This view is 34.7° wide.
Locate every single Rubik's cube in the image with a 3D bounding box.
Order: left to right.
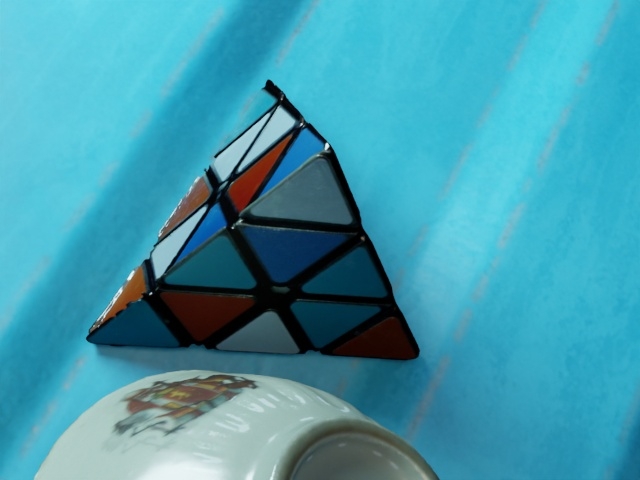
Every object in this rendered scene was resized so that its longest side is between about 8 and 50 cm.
[{"bbox_3d":[0.000,0.000,0.761,0.250,0.234,0.284,37,66,0],"label":"Rubik's cube"}]

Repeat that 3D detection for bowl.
[{"bbox_3d":[-0.012,0.208,0.657,0.337,0.157,0.337,23,47,-27],"label":"bowl"}]
